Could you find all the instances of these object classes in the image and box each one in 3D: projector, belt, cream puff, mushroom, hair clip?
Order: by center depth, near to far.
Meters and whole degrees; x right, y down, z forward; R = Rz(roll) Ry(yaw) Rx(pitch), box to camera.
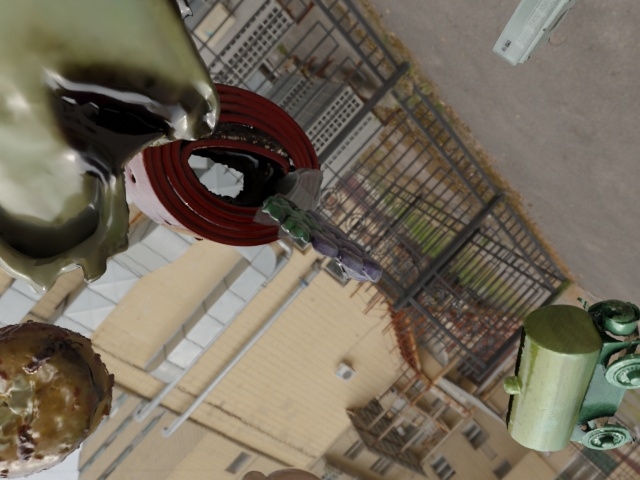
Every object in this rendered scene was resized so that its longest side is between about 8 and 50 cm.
[{"bbox_3d":[-0.218,-0.129,0.348,0.212,0.217,0.292,30,157,55],"label":"mushroom"},{"bbox_3d":[-0.001,0.002,0.640,0.195,0.052,0.124,33,-170,-27],"label":"hair clip"},{"bbox_3d":[-0.138,-0.104,0.733,0.324,0.227,0.115,15,178,-44],"label":"belt"},{"bbox_3d":[-0.449,0.236,0.743,0.240,0.240,0.164,42,170,-12],"label":"cream puff"},{"bbox_3d":[0.356,-0.365,0.762,0.061,0.115,0.147,42,155,11],"label":"projector"}]

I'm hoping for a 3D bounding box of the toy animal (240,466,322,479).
[{"bbox_3d":[-0.075,0.534,0.837,0.247,0.277,0.345,46,-177,24],"label":"toy animal"}]

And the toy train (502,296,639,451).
[{"bbox_3d":[0.371,0.201,0.718,0.126,0.189,0.307,-71,-23,-47],"label":"toy train"}]
